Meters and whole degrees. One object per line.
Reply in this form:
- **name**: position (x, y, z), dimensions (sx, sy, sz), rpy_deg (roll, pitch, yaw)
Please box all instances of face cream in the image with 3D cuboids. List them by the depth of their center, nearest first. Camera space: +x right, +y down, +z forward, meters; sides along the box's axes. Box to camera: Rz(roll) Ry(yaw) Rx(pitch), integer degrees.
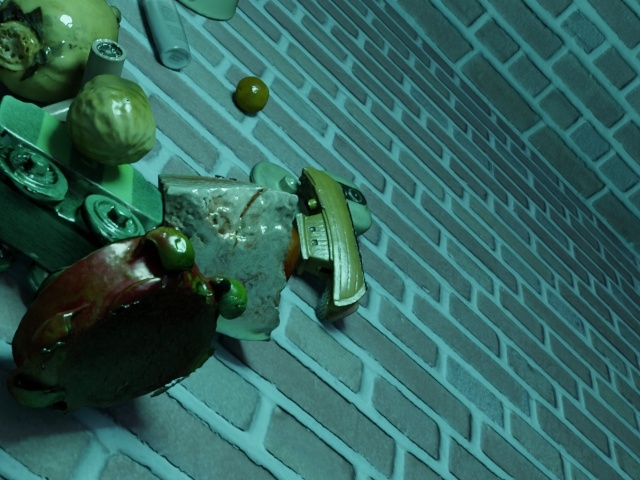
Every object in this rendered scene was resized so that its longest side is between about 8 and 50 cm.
- **face cream**: position (-0.320, -0.441, 1.753), dimensions (0.084, 0.057, 0.198), rpy_deg (21, 38, -45)

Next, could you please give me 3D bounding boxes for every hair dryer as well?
- **hair dryer**: position (-0.401, -0.195, 1.229), dimensions (0.220, 0.195, 0.054), rpy_deg (-16, 56, -44)

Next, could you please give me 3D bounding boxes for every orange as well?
- **orange**: position (-0.148, -0.315, 1.836), dimensions (0.085, 0.085, 0.085), rpy_deg (36, 31, -26)

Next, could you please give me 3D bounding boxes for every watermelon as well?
- **watermelon**: position (-0.153, -0.003, 1.311), dimensions (0.193, 0.232, 0.310), rpy_deg (1, 63, -16)

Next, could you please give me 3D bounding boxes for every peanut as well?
- **peanut**: position (-0.281, -0.166, 1.160), dimensions (0.120, 0.110, 0.236), rpy_deg (16, 12, -11)

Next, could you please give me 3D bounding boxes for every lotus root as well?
- **lotus root**: position (-0.404, -0.323, 1.353), dimensions (0.183, 0.183, 0.310), rpy_deg (46, 23, -8)

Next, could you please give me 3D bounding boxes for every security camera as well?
- **security camera**: position (-0.014, -0.094, 1.760), dimensions (0.301, 0.080, 0.157), rpy_deg (16, 43, -43)

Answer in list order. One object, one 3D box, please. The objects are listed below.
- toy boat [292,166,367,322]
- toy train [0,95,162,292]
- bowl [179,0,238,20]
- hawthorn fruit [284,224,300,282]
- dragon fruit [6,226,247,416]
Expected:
- **toy boat**: position (0.000, 0.000, 1.611), dimensions (0.121, 0.089, 0.321), rpy_deg (-3, 60, -15)
- **toy train**: position (-0.354, -0.043, 1.123), dimensions (0.299, 0.167, 0.238), rpy_deg (36, 21, -27)
- **bowl**: position (-0.286, -0.702, 2.014), dimensions (0.337, 0.157, 0.337), rpy_deg (37, 30, -25)
- **hawthorn fruit**: position (-0.100, 0.022, 1.433), dimensions (0.133, 0.133, 0.138), rpy_deg (25, 45, -38)
- **dragon fruit**: position (-0.235, 0.096, 1.016), dimensions (0.295, 0.268, 0.130), rpy_deg (-19, 50, -32)
